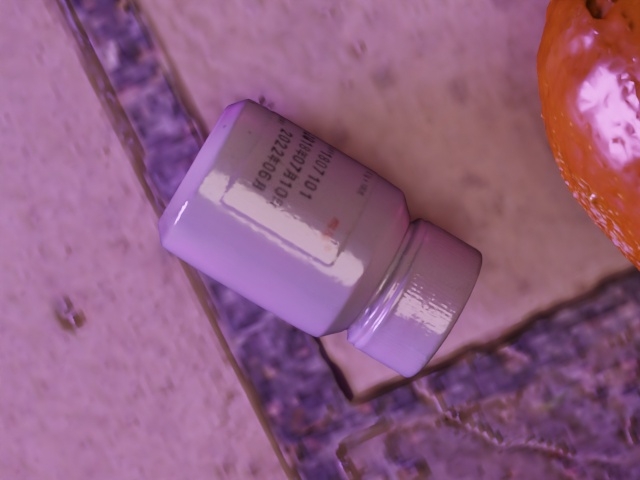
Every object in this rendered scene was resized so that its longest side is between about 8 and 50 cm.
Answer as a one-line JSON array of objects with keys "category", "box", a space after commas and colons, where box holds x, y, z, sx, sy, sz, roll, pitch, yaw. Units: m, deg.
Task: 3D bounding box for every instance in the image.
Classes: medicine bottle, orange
[{"category": "medicine bottle", "box": [0.000, 0.000, 0.545, 0.089, 0.052, 0.052, 31, 102, -4]}, {"category": "orange", "box": [0.128, -0.039, 0.497, 0.135, 0.135, 0.117, -18, 135, 6]}]
